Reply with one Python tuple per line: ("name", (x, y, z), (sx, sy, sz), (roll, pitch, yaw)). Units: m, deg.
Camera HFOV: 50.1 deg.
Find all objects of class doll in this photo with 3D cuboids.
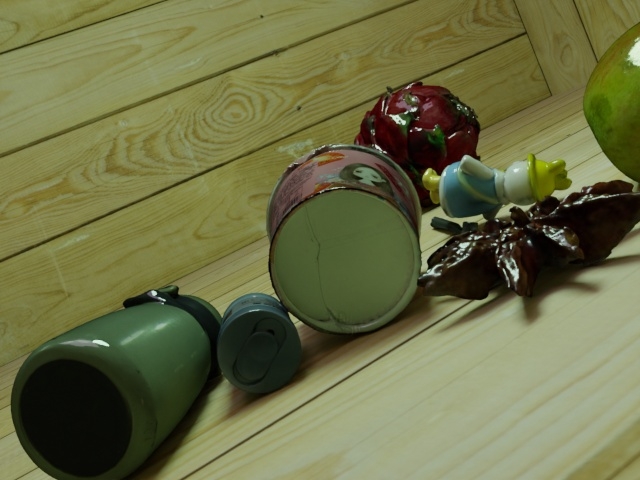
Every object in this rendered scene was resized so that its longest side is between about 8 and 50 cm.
("doll", (0.292, -0.090, 1.147), (0.240, 0.135, 0.098), (-7, 16, 29))

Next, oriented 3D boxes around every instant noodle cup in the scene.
("instant noodle cup", (0.034, -0.002, 0.947), (0.242, 0.243, 0.231), (-24, 12, 7))

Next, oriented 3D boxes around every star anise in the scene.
("star anise", (0.238, 0.001, 0.779), (0.288, 0.088, 0.288), (-24, 9, 4))

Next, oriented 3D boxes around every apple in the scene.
("apple", (0.494, -0.188, 0.944), (0.226, 0.246, 0.246), (-42, -1, 24))

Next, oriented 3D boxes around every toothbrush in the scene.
("toothbrush", (0.239, -0.026, 1.242), (0.030, 0.031, 0.297), (1, 5, -2))

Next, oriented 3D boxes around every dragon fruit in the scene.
("dragon fruit", (0.236, -0.232, 1.702), (0.329, 0.329, 0.329), (-24, 7, 3))

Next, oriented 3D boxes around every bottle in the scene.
("bottle", (-0.223, 0.157, 0.864), (0.168, 0.169, 0.347), (-23, 4, 12))

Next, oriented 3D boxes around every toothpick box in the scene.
("toothpick box", (-0.080, 0.125, 0.870), (0.101, 0.101, 0.153), (-25, 6, -6))

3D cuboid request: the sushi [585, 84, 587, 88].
("sushi", (0.663, -0.312, 1.515), (0.126, 0.136, 0.225), (-13, 5, 18))
